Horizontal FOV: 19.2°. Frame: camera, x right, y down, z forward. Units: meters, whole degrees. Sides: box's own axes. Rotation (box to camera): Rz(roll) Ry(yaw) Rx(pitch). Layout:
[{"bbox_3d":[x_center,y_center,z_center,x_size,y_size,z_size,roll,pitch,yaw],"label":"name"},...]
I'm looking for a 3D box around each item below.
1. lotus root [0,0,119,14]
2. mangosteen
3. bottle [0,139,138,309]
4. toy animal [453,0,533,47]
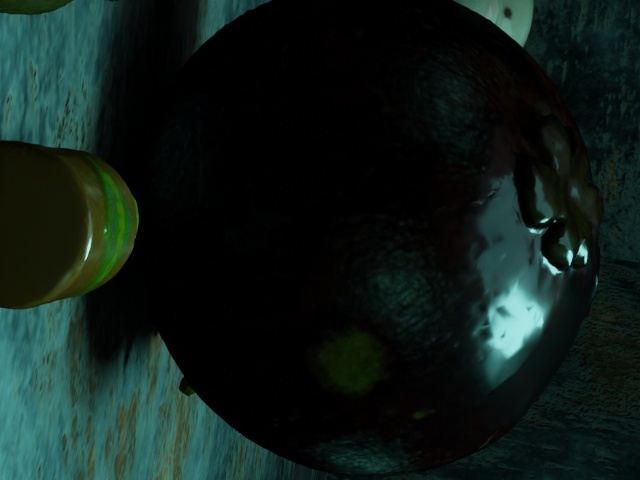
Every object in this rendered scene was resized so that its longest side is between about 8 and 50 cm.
[{"bbox_3d":[-0.080,-0.159,0.508,0.145,0.128,0.260,-38,157,-18],"label":"lotus root"},{"bbox_3d":[0.000,0.000,1.187,0.306,0.359,0.306,28,56,-52],"label":"mangosteen"},{"bbox_3d":[-0.112,-0.009,0.813,0.187,0.069,0.069,-36,135,-85],"label":"bottle"},{"bbox_3d":[0.106,-0.265,2.048,0.229,0.221,0.210,52,41,-45],"label":"toy animal"}]
